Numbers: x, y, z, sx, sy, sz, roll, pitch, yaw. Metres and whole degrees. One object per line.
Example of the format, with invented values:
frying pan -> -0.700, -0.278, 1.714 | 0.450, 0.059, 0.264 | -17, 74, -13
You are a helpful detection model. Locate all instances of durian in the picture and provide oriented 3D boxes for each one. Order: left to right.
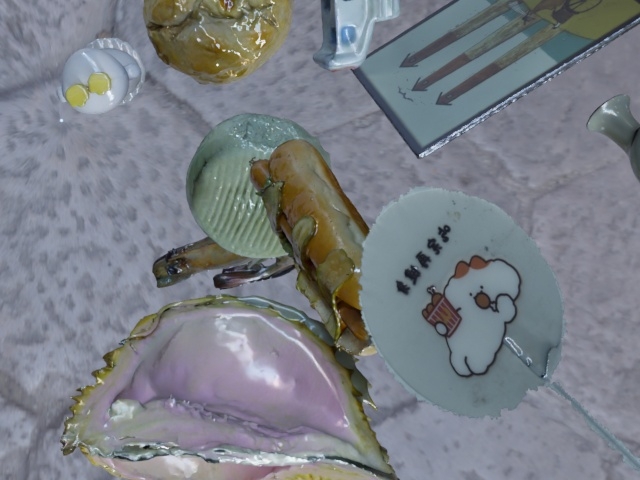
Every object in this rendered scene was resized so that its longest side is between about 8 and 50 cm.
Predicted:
durian -> -0.078, 0.138, 0.985 | 0.305, 0.185, 0.196 | 4, 62, -9

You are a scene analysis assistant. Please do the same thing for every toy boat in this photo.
toy boat -> 0.062, -0.208, 0.851 | 0.262, 0.114, 0.115 | -17, 116, -16

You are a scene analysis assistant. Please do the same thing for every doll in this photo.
doll -> -0.351, -0.259, 1.693 | 0.138, 0.293, 0.119 | -21, 107, 2

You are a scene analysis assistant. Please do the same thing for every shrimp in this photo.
shrimp -> -0.126, 0.031, 1.614 | 0.253, 0.173, 0.058 | -17, 64, 12

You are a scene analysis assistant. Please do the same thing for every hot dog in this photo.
hot dog -> 0.000, 0.000, 0.965 | 0.072, 0.269, 0.109 | -18, 135, -16

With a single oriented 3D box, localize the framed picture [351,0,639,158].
framed picture -> 0.213, -0.248, 1.312 | 0.323, 0.244, 0.013 | -32, 130, 2

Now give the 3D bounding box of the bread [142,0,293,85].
bread -> -0.157, -0.355, 1.620 | 0.244, 0.134, 0.245 | -1, 100, -6

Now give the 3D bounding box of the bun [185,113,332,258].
bun -> -0.081, -0.077, 1.427 | 0.221, 0.108, 0.221 | 2, 134, 2

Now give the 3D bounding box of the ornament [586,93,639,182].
ornament -> 0.426, -0.119, 1.375 | 0.074, 0.081, 0.156 | -26, 60, -17

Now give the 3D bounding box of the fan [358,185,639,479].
fan -> 0.160, 0.094, 0.822 | 0.329, 0.009, 0.191 | 43, 56, -4
